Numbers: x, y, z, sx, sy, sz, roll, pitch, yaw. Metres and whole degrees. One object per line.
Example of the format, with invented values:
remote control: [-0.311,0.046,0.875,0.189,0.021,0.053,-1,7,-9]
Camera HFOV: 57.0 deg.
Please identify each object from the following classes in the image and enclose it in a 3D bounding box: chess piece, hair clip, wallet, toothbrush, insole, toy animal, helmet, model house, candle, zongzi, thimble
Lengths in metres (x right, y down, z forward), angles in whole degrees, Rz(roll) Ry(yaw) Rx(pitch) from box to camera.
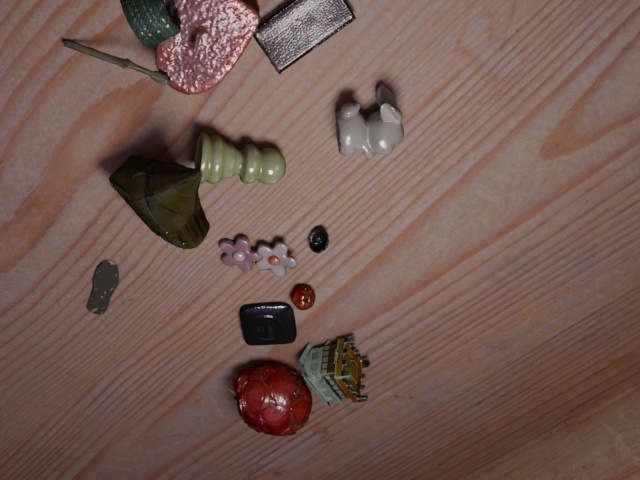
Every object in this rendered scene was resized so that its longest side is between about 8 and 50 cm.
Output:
chess piece: [-0.221,-0.221,1.669,0.251,0.144,0.144,4,128,-19]
hair clip: [-0.203,0.049,1.927,0.257,0.075,0.146,5,132,-6]
wallet: [-0.045,-0.544,1.491,0.243,0.039,0.133,-31,120,17]
toothbrush: [-0.500,-0.439,1.444,0.294,0.026,0.028,22,159,3]
insole: [-0.725,0.160,1.972,0.081,0.011,0.248,17,124,-19]
toy animal: [0.131,-0.320,1.639,0.193,0.127,0.179,-12,128,5]
helmet: [0.001,-0.001,1.925,0.065,0.049,0.084,23,100,16]
model house: [0.059,0.504,2.246,0.215,0.198,0.224,-13,133,23]
candle: [-0.284,-0.513,1.424,0.287,0.131,0.317,-10,130,-4]
zongzi: [-0.366,-0.095,1.642,0.360,0.160,0.323,3,146,38]
thimble: [-0.369,-0.500,1.282,0.090,0.118,0.135,-20,96,11]

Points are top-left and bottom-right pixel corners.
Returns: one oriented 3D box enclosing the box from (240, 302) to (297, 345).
box: [-0.189,0.310,2.152,0.201,0.042,0.213,-4,128,-3]

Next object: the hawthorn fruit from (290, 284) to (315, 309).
hawthorn fruit: [-0.059,0.196,2.054,0.093,0.093,0.093,-4,129,-5]

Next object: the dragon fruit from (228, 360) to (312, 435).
dragon fruit: [-0.181,0.604,2.243,0.342,0.277,0.277,25,123,-5]
